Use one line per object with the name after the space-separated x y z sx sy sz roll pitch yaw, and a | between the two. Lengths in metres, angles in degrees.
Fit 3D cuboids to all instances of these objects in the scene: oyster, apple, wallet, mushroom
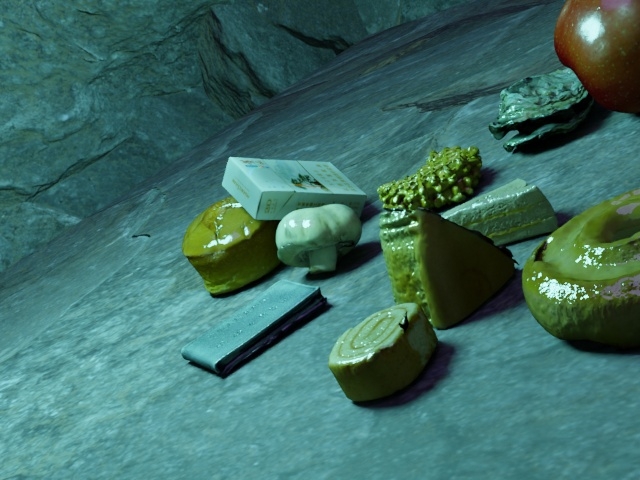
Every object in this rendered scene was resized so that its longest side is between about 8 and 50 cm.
0.415 -0.253 2.037 0.198 0.112 0.267 -17 15 29 | oyster
0.532 -0.345 1.885 0.216 0.260 0.260 -46 8 23 | apple
-0.107 0.135 1.757 0.222 0.036 0.167 -33 17 -20 | wallet
0.000 0.000 1.889 0.154 0.122 0.154 -11 -20 -4 | mushroom

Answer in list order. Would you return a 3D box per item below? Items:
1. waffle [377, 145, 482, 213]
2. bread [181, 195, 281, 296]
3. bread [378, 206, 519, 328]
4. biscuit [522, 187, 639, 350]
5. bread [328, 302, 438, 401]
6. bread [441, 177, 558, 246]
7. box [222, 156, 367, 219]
0.199 -0.107 1.985 0.197 0.070 0.193 -13 21 38 | waffle
-0.161 -0.005 2.103 0.195 0.142 0.269 -20 16 14 | bread
0.179 0.017 1.514 0.160 0.169 0.140 -18 8 -32 | bread
0.375 0.014 1.271 0.296 0.102 0.296 -22 17 7 | biscuit
0.075 0.138 1.388 0.122 0.073 0.149 -19 17 32 | bread
0.259 -0.026 1.618 0.152 0.077 0.105 -28 15 0 | bread
-0.050 -0.095 2.064 0.233 0.067 0.149 0 26 -34 | box
